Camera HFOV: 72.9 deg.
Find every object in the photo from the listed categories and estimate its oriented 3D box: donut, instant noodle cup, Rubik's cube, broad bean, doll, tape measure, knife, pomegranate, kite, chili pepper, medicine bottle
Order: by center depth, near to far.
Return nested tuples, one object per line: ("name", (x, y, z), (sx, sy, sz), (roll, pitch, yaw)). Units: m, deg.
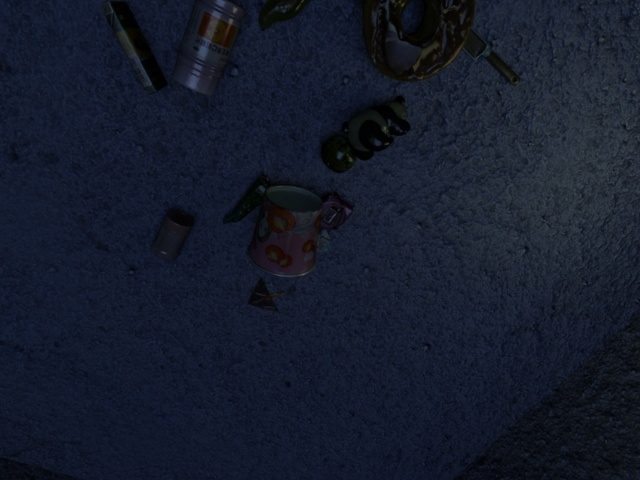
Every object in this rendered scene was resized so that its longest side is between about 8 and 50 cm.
("broad bean", (-0.047, -0.697, 1.190), (0.325, 0.067, 0.075), (-40, 144, 12))
("medicine bottle", (-0.313, -0.547, 1.201), (0.133, 0.133, 0.250), (23, 113, -16))
("donut", (0.256, -0.624, 1.205), (0.329, 0.160, 0.330), (-5, 122, -7))
("doll", (0.179, -0.344, 1.319), (0.234, 0.143, 0.135), (-34, 96, -25))
("knife", (0.484, -0.578, 1.319), (0.343, 0.027, 0.061), (34, 114, -20))
("pomegranate", (0.074, -0.285, 1.393), (0.161, 0.122, 0.122), (-28, 120, -21))
("instant noodle cup", (-0.105, -0.040, 1.414), (0.242, 0.243, 0.231), (9, 121, -10))
("chili pepper", (-0.253, -0.127, 1.473), (0.227, 0.059, 0.088), (-37, 115, 17))
("tape measure", (0.040, -0.102, 1.499), (0.118, 0.074, 0.125), (31, 109, -18))
("Rubik's cube", (-0.003, 0.001, 1.550), (0.075, 0.073, 0.084), (9, 119, -9))
("kite", (-0.212, 0.224, 1.682), (0.159, 0.010, 0.190), (-21, 118, 5))

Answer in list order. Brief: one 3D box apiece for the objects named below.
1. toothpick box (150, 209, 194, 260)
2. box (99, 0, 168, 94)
("toothpick box", (-0.505, -0.018, 1.477), (0.098, 0.098, 0.149), (26, 113, -17))
("box", (-0.505, -0.528, 1.192), (0.034, 0.132, 0.235), (-19, 118, 6))
